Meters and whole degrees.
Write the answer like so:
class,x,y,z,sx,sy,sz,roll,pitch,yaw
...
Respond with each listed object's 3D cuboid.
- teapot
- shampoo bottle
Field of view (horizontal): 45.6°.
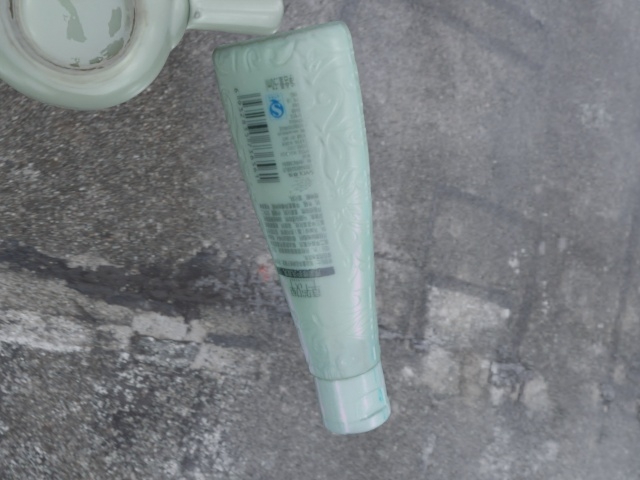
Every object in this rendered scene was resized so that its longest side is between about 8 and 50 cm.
class,x,y,z,sx,sy,sz,roll,pitch,yaw
teapot,-0.200,-0.227,0.788,0.318,0.149,0.220,24,103,-31
shampoo bottle,0.000,0.000,0.355,0.041,0.069,0.190,-36,119,-56
